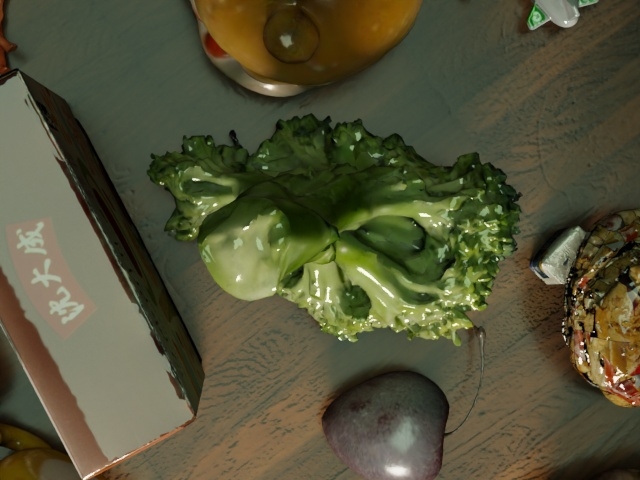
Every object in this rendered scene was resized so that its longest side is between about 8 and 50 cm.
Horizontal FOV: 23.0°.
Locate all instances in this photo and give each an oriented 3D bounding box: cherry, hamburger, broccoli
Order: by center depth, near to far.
[{"bbox_3d":[0.034,-0.008,1.561,0.353,0.397,0.275,-14,93,-11],"label":"broccoli"},{"bbox_3d":[-0.014,-0.288,1.632,0.276,0.237,0.277,0,93,-4],"label":"hamburger"},{"bbox_3d":[0.358,0.073,1.689,0.231,0.106,0.231,-14,114,-35],"label":"hamburger"},{"bbox_3d":[0.081,0.174,1.710,0.148,0.115,0.188,2,81,35],"label":"cherry"}]

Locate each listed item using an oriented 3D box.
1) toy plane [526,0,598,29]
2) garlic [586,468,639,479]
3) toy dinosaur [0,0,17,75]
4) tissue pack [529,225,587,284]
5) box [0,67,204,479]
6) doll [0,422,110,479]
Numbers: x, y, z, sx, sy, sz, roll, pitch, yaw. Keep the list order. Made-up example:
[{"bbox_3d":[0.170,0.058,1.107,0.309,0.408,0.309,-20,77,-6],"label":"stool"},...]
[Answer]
[{"bbox_3d":[0.241,-0.315,1.725,0.174,0.080,0.174,0,88,-3],"label":"toy plane"},{"bbox_3d":[0.334,0.356,1.702,0.244,0.160,0.245,-3,78,13],"label":"garlic"},{"bbox_3d":[-0.360,-0.228,1.695,0.279,0.055,0.101,-36,70,-1],"label":"toy dinosaur"},{"bbox_3d":[0.265,0.016,1.725,0.042,0.083,0.062,45,87,-2],"label":"tissue pack"},{"bbox_3d":[-0.242,0.027,1.539,0.122,0.385,0.345,-27,92,-2],"label":"box"},{"bbox_3d":[-0.311,0.346,1.652,0.166,0.162,0.270,24,82,-34],"label":"doll"}]
